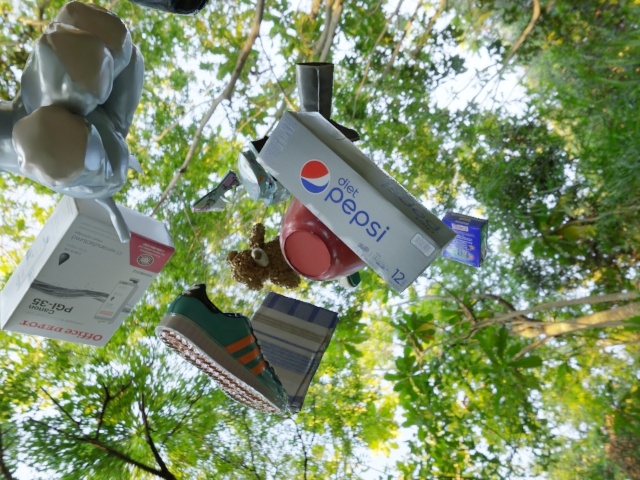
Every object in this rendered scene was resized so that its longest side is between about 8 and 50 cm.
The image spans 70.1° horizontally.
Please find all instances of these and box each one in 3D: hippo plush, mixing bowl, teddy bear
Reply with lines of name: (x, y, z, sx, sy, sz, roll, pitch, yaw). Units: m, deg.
hippo plush: (-0.351, -0.156, 0.536, 0.236, 0.294, 0.235, 9, -104, -10)
mixing bowl: (0.000, 0.000, 0.768, 0.181, 0.181, 0.098, 44, -141, 0)
teddy bear: (-0.143, 0.054, 1.511, 0.337, 0.113, 0.245, 9, -116, -44)

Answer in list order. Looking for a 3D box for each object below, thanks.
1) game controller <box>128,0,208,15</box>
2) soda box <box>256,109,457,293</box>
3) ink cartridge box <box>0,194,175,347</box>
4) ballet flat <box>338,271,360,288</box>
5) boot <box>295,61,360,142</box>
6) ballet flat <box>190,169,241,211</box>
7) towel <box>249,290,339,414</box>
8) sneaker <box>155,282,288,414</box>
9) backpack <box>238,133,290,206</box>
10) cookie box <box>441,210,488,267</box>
game controller: (-0.155, -0.433, 0.530, 0.067, 0.319, 0.166, 32, -154, 21)
soda box: (0.050, -0.063, 0.651, 0.286, 0.091, 0.098, 44, -152, 13)
ink cartridge box: (-0.463, 0.064, 0.914, 0.207, 0.283, 0.117, 28, -165, -45)
ballet flat: (0.072, 0.044, 1.563, 0.086, 0.086, 0.249, -11, -89, -25)
boot: (0.024, -0.372, 1.241, 0.189, 0.076, 0.209, 1, -69, -7)
ballet flat: (-0.317, -0.142, 1.444, 0.079, 0.076, 0.222, 47, -136, -14)
towel: (-0.091, 0.248, 1.066, 0.209, 0.034, 0.285, 16, -137, 13)
sneaker: (-0.146, 0.197, 0.817, 0.302, 0.108, 0.121, 51, -135, -28)
backpack: (-0.161, -0.193, 1.362, 0.144, 0.188, 0.166, -29, -113, -15)
cookie box: (0.318, -0.003, 1.006, 0.091, 0.107, 0.040, 20, -134, 37)
